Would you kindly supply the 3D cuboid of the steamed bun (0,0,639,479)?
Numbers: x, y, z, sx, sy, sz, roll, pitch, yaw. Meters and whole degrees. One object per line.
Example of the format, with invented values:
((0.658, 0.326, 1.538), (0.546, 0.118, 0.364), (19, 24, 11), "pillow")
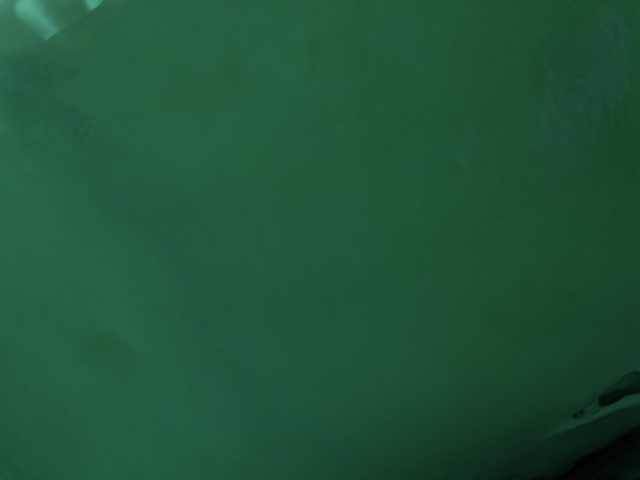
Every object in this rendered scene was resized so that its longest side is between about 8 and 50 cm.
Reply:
((0.000, 0.000, 0.571), (0.312, 0.233, 0.334), (-30, -5, -7), "steamed bun")
